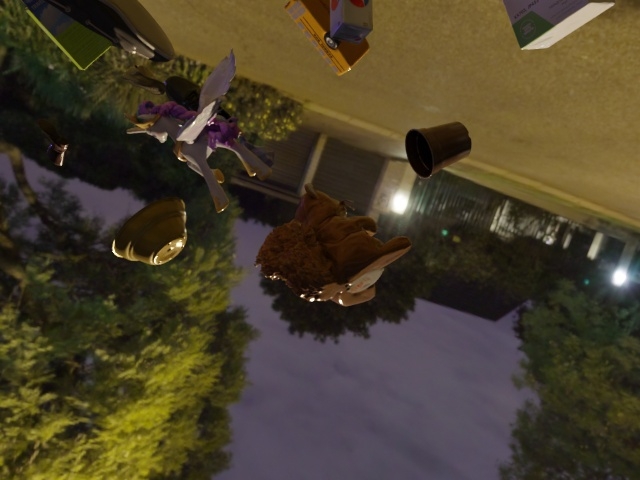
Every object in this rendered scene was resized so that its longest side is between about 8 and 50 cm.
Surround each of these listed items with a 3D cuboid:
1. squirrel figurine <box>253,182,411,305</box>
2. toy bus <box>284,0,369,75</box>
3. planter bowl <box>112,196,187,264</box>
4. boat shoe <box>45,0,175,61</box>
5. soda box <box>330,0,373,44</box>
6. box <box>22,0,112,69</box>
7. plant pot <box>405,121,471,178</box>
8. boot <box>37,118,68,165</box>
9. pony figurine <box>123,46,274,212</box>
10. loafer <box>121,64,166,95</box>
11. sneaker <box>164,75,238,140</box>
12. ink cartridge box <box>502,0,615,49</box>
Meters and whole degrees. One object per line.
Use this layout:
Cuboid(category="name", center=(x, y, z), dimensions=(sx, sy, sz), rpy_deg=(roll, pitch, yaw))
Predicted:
Cuboid(category="squirrel figurine", center=(0.000, 0.000, 1.635), dimensions=(0.397, 0.281, 0.370), rpy_deg=(-15, -123, -31))
Cuboid(category="toy bus", center=(0.005, -0.673, 1.611), dimensions=(0.332, 0.108, 0.130), rpy_deg=(47, 164, -19))
Cuboid(category="planter bowl", center=(-0.411, -0.003, 1.361), dimensions=(0.090, 0.217, 0.217), rpy_deg=(46, -168, 12))
Cuboid(category="boat shoe", center=(-0.448, -0.469, 1.089), dimensions=(0.095, 0.112, 0.335), rpy_deg=(-25, 149, 22))
Cuboid(category="soda box", center=(0.065, -0.546, 1.157), dimensions=(0.074, 0.216, 0.069), rpy_deg=(3, 170, -23))
Cuboid(category="box", center=(-0.551, -0.481, 1.168), dimensions=(0.042, 0.109, 0.178), rpy_deg=(24, 158, 47))
Cuboid(category="plant pot", center=(0.391, -0.306, 1.740), dimensions=(0.165, 0.167, 0.167), rpy_deg=(-20, -162, -15))
Cuboid(category="boot", center=(-0.767, -0.276, 1.512), dimensions=(0.106, 0.037, 0.114), rpy_deg=(48, 140, -4))
Cuboid(category="pony figurine", center=(-0.299, -0.287, 1.425), dimensions=(0.363, 0.351, 0.303), rpy_deg=(43, -147, -27))
Cuboid(category="loafer", center=(-0.415, -0.384, 1.256), dimensions=(0.148, 0.050, 0.056), rpy_deg=(26, 180, 30))
Cuboid(category="sneaker", center=(-0.346, -0.402, 1.586), dimensions=(0.267, 0.101, 0.106), rpy_deg=(37, 170, -11))
Cuboid(category="ink cartridge box", center=(0.543, -0.683, 1.308), dimensions=(0.119, 0.353, 0.207), rpy_deg=(-15, 174, -30))
